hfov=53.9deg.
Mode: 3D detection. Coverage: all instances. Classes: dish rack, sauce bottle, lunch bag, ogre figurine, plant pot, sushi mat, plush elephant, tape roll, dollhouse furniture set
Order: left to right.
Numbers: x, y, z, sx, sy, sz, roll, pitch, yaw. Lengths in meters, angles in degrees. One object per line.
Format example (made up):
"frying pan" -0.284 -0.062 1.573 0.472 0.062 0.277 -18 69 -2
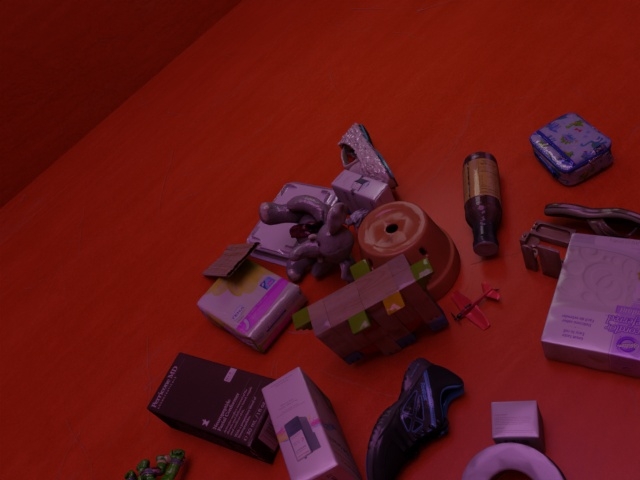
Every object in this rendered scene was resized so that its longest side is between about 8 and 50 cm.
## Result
"ogre figurine" -0.456 0.646 1.697 0.197 0.097 0.118 -10 35 5
"sushi mat" -0.299 0.062 2.065 0.151 0.019 0.316 -49 17 -18
"dish rack" -0.091 -0.072 2.146 0.285 0.072 0.333 14 61 36
"plush elephant" 0.000 0.000 1.866 0.330 0.272 0.255 -15 17 3
"plant pot" 0.233 0.024 1.791 0.291 0.203 0.291 -15 46 16
"sauce bottle" 0.474 -0.107 1.844 0.111 0.111 0.344 -8 50 22
"tape roll" 0.403 0.534 1.303 0.219 0.072 0.219 -10 65 22
"dollhouse furniture set" 0.603 -0.007 1.674 0.144 0.123 0.151 21 64 39
"lunch bag" 0.737 -0.271 1.862 0.176 0.090 0.219 -29 43 6

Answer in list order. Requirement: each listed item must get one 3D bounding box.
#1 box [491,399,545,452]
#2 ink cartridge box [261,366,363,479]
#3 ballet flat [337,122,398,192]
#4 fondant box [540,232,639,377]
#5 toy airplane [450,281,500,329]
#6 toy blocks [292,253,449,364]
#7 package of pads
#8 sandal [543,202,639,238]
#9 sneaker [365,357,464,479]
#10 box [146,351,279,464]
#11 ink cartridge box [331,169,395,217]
"box" 0.442 0.417 1.406 0.101 0.102 0.087 -9 51 23
"ink cartridge box" -0.004 0.504 1.494 0.119 0.207 0.353 -30 45 3
"ballet flat" 0.149 -0.260 2.137 0.147 0.147 0.409 -26 34 5
"fondant box" 0.695 0.147 1.512 0.238 0.096 0.330 8 58 33
"toy airplane" 0.420 0.169 1.688 0.151 0.028 0.151 -14 49 16
"toy blocks" 0.158 0.203 1.653 0.381 0.261 0.190 -30 46 12
"package of pads" -0.220 0.196 1.959 0.296 0.101 0.229 24 65 41
"sandal" 0.741 -0.039 1.657 0.303 0.120 0.086 12 86 37
"sneaker" 0.221 0.440 1.491 0.140 0.125 0.341 16 63 32
"box" -0.269 0.453 1.735 0.381 0.143 0.191 5 55 34
"ink cartridge box" 0.144 -0.133 2.021 0.191 0.139 0.082 23 63 39
